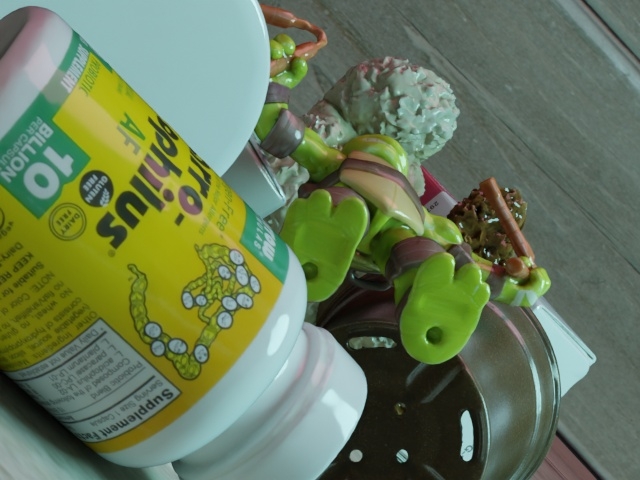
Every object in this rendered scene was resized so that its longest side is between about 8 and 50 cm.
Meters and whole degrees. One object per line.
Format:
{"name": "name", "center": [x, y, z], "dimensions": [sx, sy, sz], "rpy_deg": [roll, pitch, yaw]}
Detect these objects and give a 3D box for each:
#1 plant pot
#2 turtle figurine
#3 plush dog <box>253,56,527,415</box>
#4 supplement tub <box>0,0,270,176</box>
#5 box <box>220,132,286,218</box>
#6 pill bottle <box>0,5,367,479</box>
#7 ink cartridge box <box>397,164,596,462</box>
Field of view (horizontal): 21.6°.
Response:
{"name": "plant pot", "center": [0.049, 0.098, 0.975], "dimensions": [0.167, 0.167, 0.165], "rpy_deg": [48, 12, 7]}
{"name": "turtle figurine", "center": [0.017, -0.022, 0.909], "dimensions": [0.269, 0.087, 0.217], "rpy_deg": [42, 16, -12]}
{"name": "plush dog", "center": [0.035, 0.022, 1.275], "dimensions": [0.225, 0.262, 0.210], "rpy_deg": [39, 35, 24]}
{"name": "supplement tub", "center": [-0.149, -0.140, 0.879], "dimensions": [0.191, 0.191, 0.272], "rpy_deg": [44, 8, -38]}
{"name": "box", "center": [-0.120, -0.096, 1.100], "dimensions": [0.094, 0.113, 0.275], "rpy_deg": [58, 3, -36]}
{"name": "pill bottle", "center": [-0.080, 0.017, 0.676], "dimensions": [0.208, 0.117, 0.117], "rpy_deg": [46, 5, -21]}
{"name": "ink cartridge box", "center": [0.095, 0.071, 1.434], "dimensions": [0.100, 0.172, 0.237], "rpy_deg": [43, 7, -39]}
